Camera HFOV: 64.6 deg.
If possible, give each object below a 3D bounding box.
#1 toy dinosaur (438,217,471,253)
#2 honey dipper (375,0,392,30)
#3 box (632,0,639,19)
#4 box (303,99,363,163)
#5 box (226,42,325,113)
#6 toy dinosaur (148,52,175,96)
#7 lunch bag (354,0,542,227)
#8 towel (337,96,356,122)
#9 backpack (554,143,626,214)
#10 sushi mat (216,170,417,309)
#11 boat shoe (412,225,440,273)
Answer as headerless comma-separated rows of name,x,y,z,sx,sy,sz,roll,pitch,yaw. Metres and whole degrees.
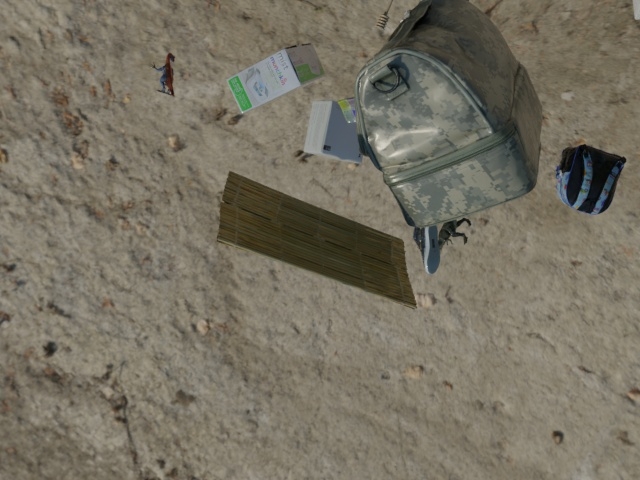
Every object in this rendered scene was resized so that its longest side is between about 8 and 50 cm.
toy dinosaur,0.537,-0.052,2.026,0.118,0.064,0.268,18,95,3
honey dipper,0.203,-0.685,1.448,0.031,0.030,0.160,26,106,4
box,0.798,-0.573,1.108,0.171,0.130,0.090,-2,77,15
box,0.059,-0.373,1.750,0.119,0.181,0.181,20,100,53
box,-0.139,-0.539,1.666,0.231,0.262,0.126,-18,106,24
toy dinosaur,-0.306,-0.339,1.033,0.090,0.047,0.082,25,102,29
lunch bag,0.183,-0.208,0.753,0.213,0.305,0.256,-16,118,36
towel,0.079,-0.252,0.973,0.083,0.009,0.060,1,146,26
backpack,0.723,-0.160,1.386,0.158,0.117,0.173,14,92,-10
sushi mat,0.000,0.000,0.752,0.317,0.151,0.019,20,131,-19
boat shoe,0.381,0.027,1.829,0.083,0.065,0.183,5,97,59
